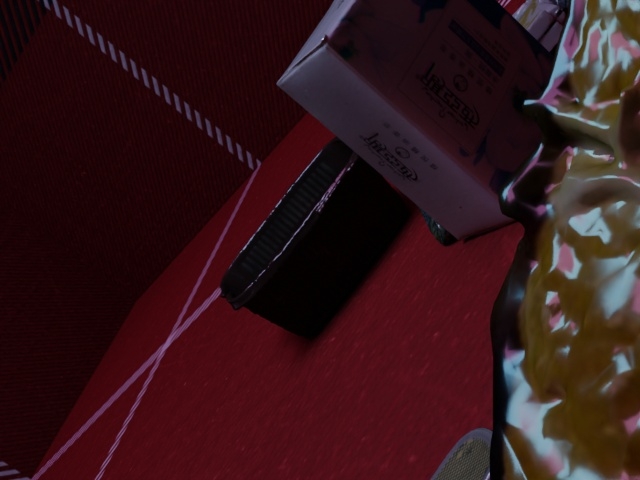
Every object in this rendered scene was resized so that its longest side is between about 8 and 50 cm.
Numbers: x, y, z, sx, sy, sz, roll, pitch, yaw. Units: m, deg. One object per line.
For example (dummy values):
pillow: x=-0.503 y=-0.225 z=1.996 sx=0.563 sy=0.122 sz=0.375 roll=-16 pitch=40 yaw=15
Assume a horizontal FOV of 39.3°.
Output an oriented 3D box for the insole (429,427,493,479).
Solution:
insole: x=0.037 y=0.274 z=0.669 sx=0.322 sy=0.007 sz=0.109 roll=-54 pitch=13 yaw=-4

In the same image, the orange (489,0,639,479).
orange: x=0.203 y=0.003 z=0.296 sx=0.271 sy=0.210 sz=0.369 roll=-148 pitch=70 yaw=-70

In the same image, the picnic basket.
picnic basket: x=0.000 y=0.000 z=1.260 sx=0.297 sy=0.129 sz=0.222 roll=-52 pitch=14 yaw=0

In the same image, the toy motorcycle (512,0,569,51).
toy motorcycle: x=0.269 y=-0.263 z=1.165 sx=0.229 sy=0.074 sz=0.151 roll=-51 pitch=10 yaw=12

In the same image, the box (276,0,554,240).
box: x=0.123 y=-0.167 z=0.953 sx=0.116 sy=0.274 sz=0.203 roll=-24 pitch=30 yaw=59

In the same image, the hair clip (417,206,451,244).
hair clip: x=0.104 y=-0.076 z=1.087 sx=0.036 sy=0.066 sz=0.229 roll=-24 pitch=45 yaw=-14
